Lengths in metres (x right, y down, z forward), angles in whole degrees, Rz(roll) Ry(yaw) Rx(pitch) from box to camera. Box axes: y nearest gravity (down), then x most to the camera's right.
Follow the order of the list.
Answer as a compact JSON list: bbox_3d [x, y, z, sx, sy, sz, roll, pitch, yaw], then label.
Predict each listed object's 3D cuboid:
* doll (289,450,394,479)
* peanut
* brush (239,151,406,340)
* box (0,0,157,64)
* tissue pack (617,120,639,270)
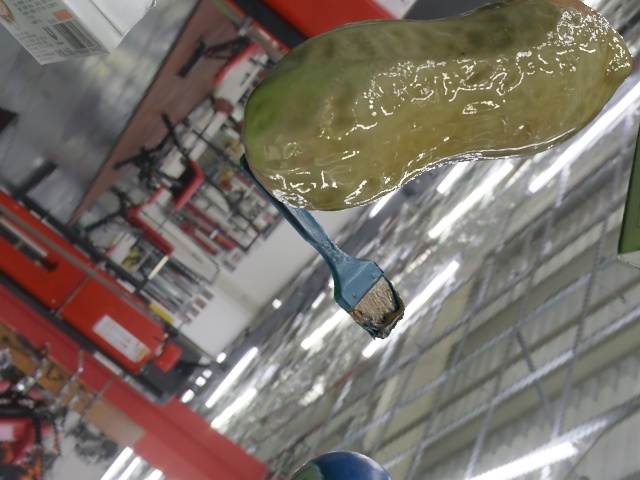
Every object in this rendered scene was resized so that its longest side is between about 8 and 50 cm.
[{"bbox_3d":[0.027,0.361,0.978,0.161,0.215,0.257,-10,-154,-3],"label":"doll"},{"bbox_3d":[0.077,-0.094,0.558,0.275,0.111,0.125,-14,-156,-18],"label":"peanut"},{"bbox_3d":[0.000,0.000,0.616,0.014,0.164,0.051,-39,-176,41],"label":"brush"},{"bbox_3d":[-0.267,-0.252,0.855,0.199,0.135,0.081,8,-124,51],"label":"box"},{"bbox_3d":[0.367,-0.076,0.718,0.185,0.124,0.225,-17,-131,55],"label":"tissue pack"}]
